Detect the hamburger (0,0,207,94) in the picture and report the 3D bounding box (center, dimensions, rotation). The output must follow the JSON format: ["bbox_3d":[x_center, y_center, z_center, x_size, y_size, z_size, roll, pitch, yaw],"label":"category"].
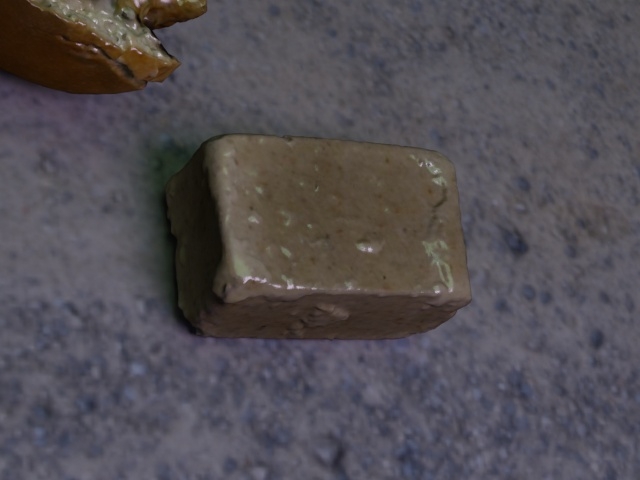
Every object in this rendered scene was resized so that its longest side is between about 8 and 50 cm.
[{"bbox_3d":[-0.196,-0.195,0.836,0.283,0.156,0.144,52,46,-13],"label":"hamburger"}]

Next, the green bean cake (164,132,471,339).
[{"bbox_3d":[0.000,0.000,0.888,0.179,0.085,0.109,2,64,-29],"label":"green bean cake"}]
